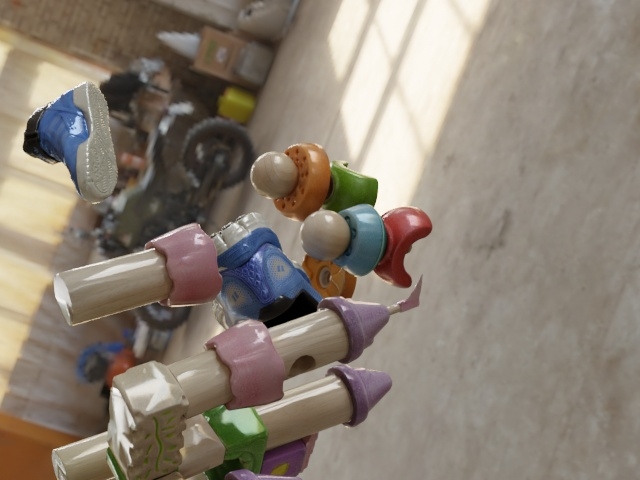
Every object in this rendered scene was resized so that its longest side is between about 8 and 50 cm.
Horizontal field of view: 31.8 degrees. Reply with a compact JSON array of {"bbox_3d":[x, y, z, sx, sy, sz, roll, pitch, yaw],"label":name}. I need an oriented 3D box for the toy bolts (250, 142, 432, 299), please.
[{"bbox_3d":[0.000,0.000,1.397,0.228,0.158,0.218,29,106,53],"label":"toy bolts"}]

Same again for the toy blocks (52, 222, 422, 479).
[{"bbox_3d":[-0.042,0.174,0.910,0.309,0.260,0.289,52,144,35],"label":"toy blocks"}]

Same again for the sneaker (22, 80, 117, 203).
[{"bbox_3d":[-0.258,-0.088,1.140,0.084,0.058,0.152,-23,55,14],"label":"sneaker"}]

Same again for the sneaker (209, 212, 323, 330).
[{"bbox_3d":[-0.054,0.094,1.324,0.129,0.147,0.330,-34,-21,0],"label":"sneaker"}]
